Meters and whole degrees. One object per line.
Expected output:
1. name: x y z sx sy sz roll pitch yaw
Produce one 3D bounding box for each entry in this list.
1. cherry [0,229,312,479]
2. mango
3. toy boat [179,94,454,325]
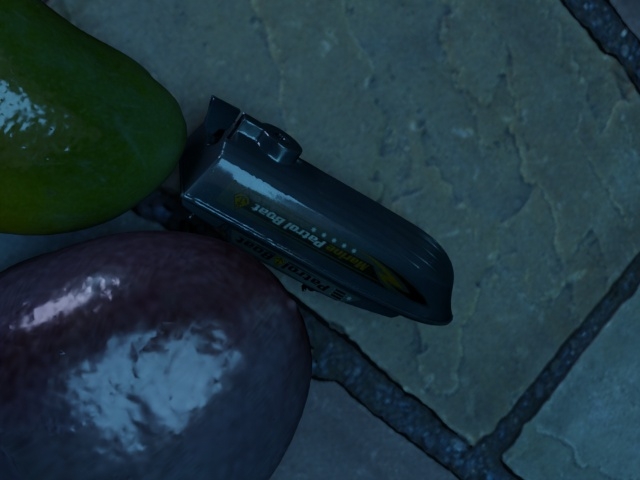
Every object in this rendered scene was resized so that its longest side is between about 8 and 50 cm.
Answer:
1. cherry: -0.124 0.098 0.632 0.266 0.183 0.213 -24 125 17
2. mango: -0.206 -0.083 0.616 0.251 0.114 0.156 24 85 -30
3. toy boat: 0.000 0.000 0.712 0.246 0.093 0.103 29 110 -22
